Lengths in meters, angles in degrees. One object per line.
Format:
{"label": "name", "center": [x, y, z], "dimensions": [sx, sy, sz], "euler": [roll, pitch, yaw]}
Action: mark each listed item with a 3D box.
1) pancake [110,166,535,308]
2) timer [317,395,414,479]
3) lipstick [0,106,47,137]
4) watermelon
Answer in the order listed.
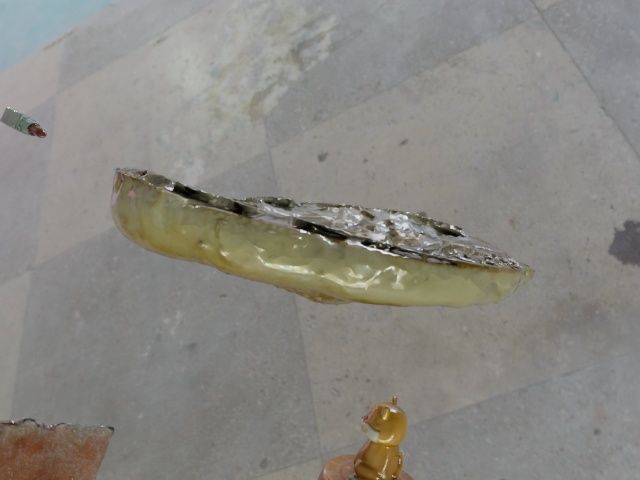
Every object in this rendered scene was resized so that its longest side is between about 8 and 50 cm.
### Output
{"label": "pancake", "center": [-0.001, 0.000, 0.550], "dimensions": [0.386, 0.386, 0.082], "euler": [15, 97, 35]}
{"label": "timer", "center": [0.062, 0.252, 0.655], "dimensions": [0.131, 0.132, 0.152], "euler": [16, 97, 35]}
{"label": "lipstick", "center": [-0.491, -0.192, 0.972], "dimensions": [0.129, 0.030, 0.030], "euler": [24, 88, 36]}
{"label": "watermelon", "center": [-0.377, 0.314, 0.682], "dimensions": [0.192, 0.310, 0.232], "euler": [-17, 21, 16]}
